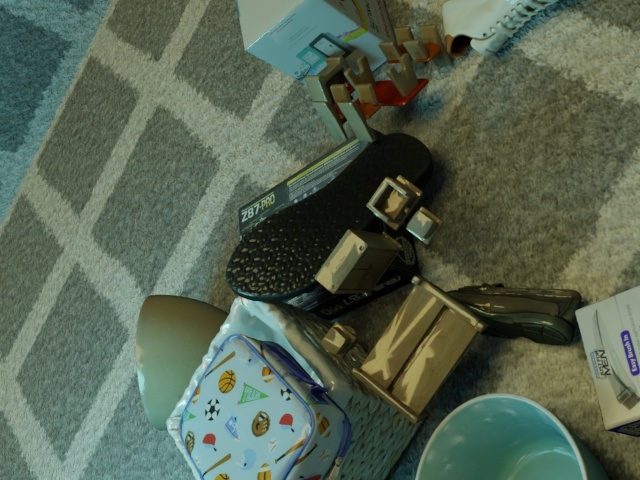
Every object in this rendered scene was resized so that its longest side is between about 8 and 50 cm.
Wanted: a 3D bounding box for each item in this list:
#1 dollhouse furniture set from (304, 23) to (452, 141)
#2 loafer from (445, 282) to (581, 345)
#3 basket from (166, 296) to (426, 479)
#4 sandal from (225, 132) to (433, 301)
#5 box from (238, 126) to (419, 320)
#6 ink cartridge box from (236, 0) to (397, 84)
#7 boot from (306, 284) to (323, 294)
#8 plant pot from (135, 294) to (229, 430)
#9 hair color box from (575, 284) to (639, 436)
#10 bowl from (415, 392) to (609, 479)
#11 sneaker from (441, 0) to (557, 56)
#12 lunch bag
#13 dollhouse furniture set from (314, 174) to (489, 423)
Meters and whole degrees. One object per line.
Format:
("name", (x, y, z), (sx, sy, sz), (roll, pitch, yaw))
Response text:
("dollhouse furniture set", (0.100, -0.291, 1.865), (0.262, 0.135, 0.259), (-45, 31, -25))
("loafer", (0.311, 0.111, 1.564), (0.267, 0.096, 0.084), (8, 60, 47))
("basket", (-0.046, 0.317, 1.706), (0.328, 0.266, 0.331), (42, 106, 46))
("sandal", (0.031, -0.021, 1.729), (0.445, 0.107, 0.167), (-37, 57, -13))
("box", (0.000, 0.000, 1.914), (0.394, 0.097, 0.318), (-30, 56, 34))
("ink cartridge box", (-0.010, -0.466, 1.982), (0.197, 0.270, 0.198), (-33, 53, 31))
("boot", (-0.060, 0.019, 1.830), (0.069, 0.086, 0.190), (-46, 50, 23))
("plant pot", (-0.251, 0.245, 1.980), (0.190, 0.284, 0.284), (-7, 65, 7))
("hair color box", (0.537, 0.132, 1.295), (0.338, 0.110, 0.185), (-27, 57, 34))
("bowl", (0.301, 0.390, 1.386), (0.311, 0.163, 0.312), (-21, 61, 43))
("sneaker", (0.344, -0.405, 1.730), (0.290, 0.105, 0.123), (-10, 76, 52))
("lunch bag", (-0.087, 0.296, 1.485), (0.303, 0.115, 0.243), (38, 99, 46))
("dollhouse furniture set", (0.190, 0.115, 1.583), (0.355, 0.173, 0.303), (38, 103, 20))
